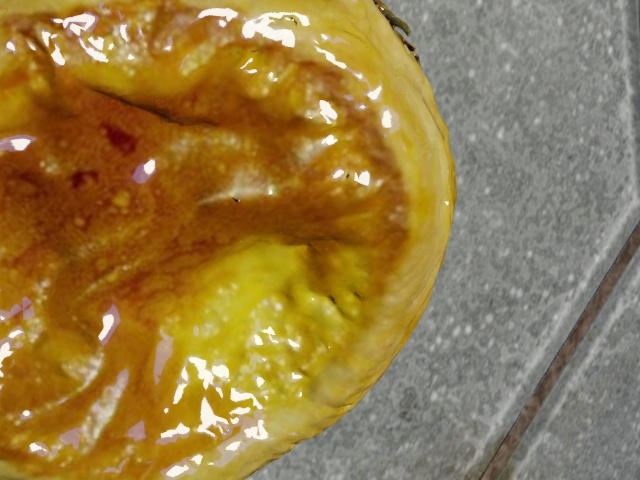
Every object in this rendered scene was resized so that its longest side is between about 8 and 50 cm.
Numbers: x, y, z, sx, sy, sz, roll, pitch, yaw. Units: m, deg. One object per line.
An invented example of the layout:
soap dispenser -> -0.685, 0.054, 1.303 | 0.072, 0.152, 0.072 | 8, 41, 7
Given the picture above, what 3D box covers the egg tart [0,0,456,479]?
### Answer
egg tart -> -0.129, -0.026, 1.165 | 0.443, 0.178, 0.443 | -7, 121, -12
